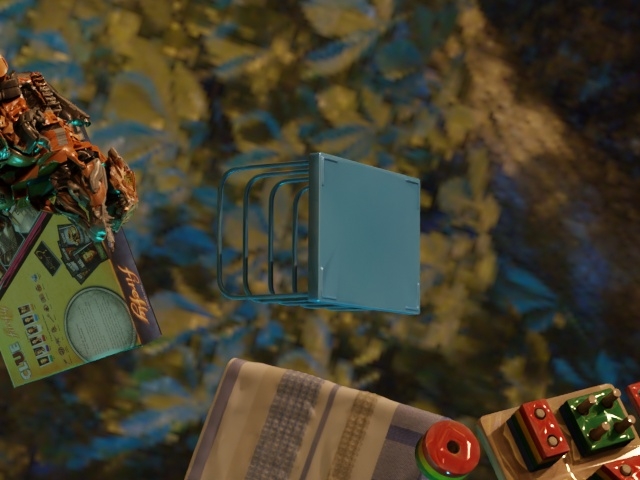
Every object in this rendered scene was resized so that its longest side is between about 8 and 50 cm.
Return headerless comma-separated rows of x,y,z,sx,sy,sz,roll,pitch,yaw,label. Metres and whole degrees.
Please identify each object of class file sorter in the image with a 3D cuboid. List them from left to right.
0.000,0.000,1.434,0.104,0.170,0.118,-4,-98,30,file sorter

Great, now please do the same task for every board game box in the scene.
-0.273,0.007,1.688,0.165,0.042,0.243,-19,-88,26,board game box

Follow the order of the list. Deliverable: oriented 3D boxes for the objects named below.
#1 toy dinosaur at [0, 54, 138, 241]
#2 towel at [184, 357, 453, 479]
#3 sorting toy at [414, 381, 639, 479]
-0.311,-0.095,1.419,0.218,0.322,0.164,-51,157,-49,toy dinosaur
-0.015,0.239,1.681,0.285,0.034,0.209,12,-101,37,towel
0.217,0.176,1.342,0.132,0.274,0.046,67,-30,23,sorting toy
